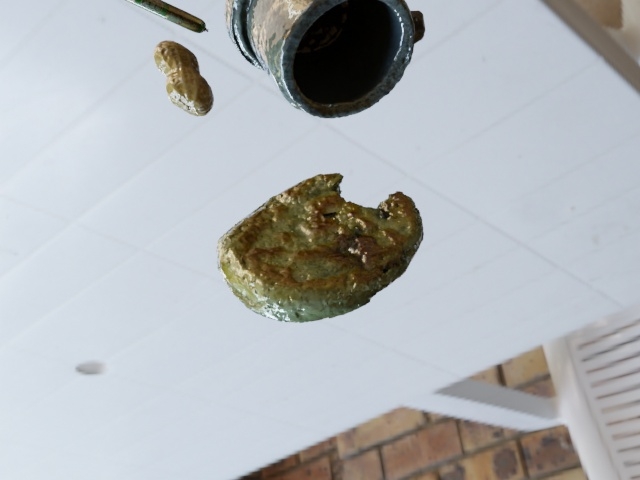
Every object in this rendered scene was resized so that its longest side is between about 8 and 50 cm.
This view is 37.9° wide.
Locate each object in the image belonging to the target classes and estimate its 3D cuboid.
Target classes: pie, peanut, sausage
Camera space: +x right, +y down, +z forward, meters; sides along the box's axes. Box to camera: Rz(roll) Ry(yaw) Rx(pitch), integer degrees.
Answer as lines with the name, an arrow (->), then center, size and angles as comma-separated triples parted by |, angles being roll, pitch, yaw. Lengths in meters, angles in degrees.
pie -> -0.005, 0.004, 1.314 | 0.303, 0.302, 0.066 | -8, 127, -2
peanut -> -0.282, -0.332, 1.900 | 0.089, 0.192, 0.089 | -23, 156, -11
sausage -> -0.344, -0.474, 1.857 | 0.269, 0.032, 0.033 | 21, 139, -23

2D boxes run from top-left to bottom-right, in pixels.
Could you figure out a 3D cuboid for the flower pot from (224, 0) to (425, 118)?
flower pot -> -0.001, -0.386, 1.520 | 0.299, 0.283, 0.299 | -16, 134, -18
